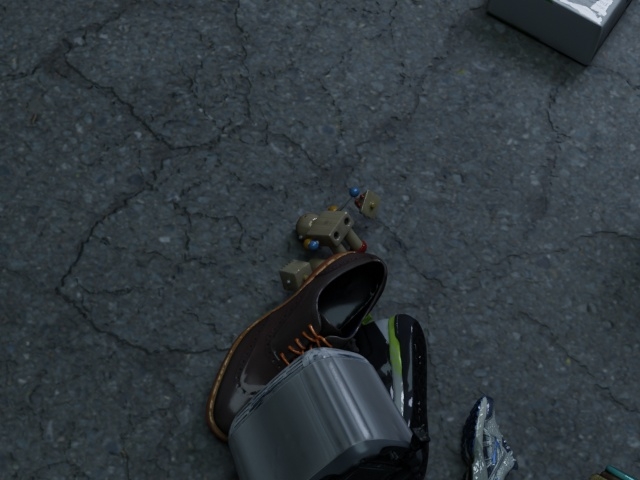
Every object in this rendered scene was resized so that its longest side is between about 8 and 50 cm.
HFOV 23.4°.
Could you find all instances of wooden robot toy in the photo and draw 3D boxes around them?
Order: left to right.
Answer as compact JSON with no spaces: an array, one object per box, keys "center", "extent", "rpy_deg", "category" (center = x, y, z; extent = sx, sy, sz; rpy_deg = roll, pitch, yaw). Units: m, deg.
[{"center":[0.000,0.000,1.860],"extent":[0.079,0.076,0.173],"rpy_deg":[9,51,42],"category":"wooden robot toy"}]

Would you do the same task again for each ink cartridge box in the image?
[{"center":[0.349,-0.367,2.082],"extent":[0.160,0.092,0.219],"rpy_deg":[30,61,11],"category":"ink cartridge box"}]

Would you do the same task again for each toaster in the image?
[{"center":[0.003,0.215,1.640],"extent":[0.129,0.227,0.146],"rpy_deg":[12,41,-46],"category":"toaster"}]

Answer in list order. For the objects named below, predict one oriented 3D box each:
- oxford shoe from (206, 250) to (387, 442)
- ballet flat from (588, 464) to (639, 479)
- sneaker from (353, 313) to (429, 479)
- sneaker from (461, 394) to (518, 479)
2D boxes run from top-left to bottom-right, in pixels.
[{"center":[-0.027,0.113,1.730],"extent":[0.097,0.098,0.271],"rpy_deg":[41,76,-9],"category":"oxford shoe"},{"center":[0.435,0.354,1.638],"extent":[0.348,0.123,0.123],"rpy_deg":[22,59,19],"category":"ballet flat"},{"center":[0.067,0.191,1.746],"extent":[0.097,0.084,0.235],"rpy_deg":[-7,56,18],"category":"sneaker"},{"center":[0.191,0.241,1.736],"extent":[0.058,0.052,0.135],"rpy_deg":[10,66,-11],"category":"sneaker"}]
